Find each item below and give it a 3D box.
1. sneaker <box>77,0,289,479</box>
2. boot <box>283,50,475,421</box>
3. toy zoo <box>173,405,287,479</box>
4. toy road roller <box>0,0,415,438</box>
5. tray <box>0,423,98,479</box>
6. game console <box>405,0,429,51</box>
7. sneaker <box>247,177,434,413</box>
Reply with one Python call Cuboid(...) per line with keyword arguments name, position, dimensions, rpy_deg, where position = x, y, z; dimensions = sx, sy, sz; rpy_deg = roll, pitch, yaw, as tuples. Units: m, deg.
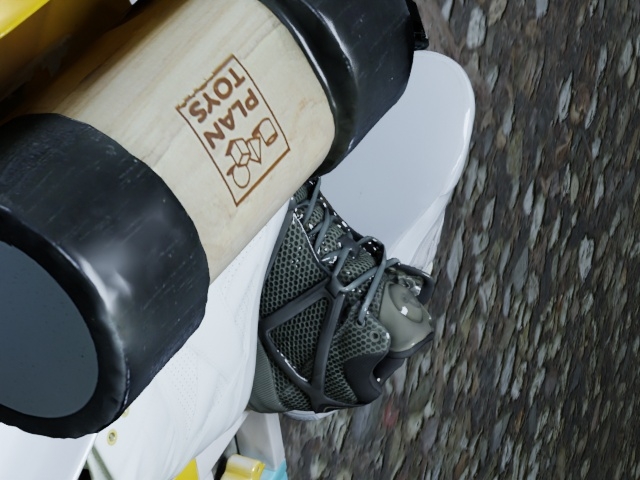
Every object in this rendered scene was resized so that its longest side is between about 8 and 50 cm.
Cuboid(name="sneaker", position=(-0.096, 0.022, 0.835), dimensions=(0.169, 0.108, 0.293), rpy_deg=(-48, 146, -51))
Cuboid(name="boot", position=(0.039, -0.004, 1.145), dimensions=(0.258, 0.095, 0.123), rpy_deg=(-64, 164, 8))
Cuboid(name="toy zoo", position=(-0.077, 0.209, 1.083), dimensions=(0.192, 0.030, 0.293), rpy_deg=(-54, 148, -40))
Cuboid(name="toy road roller", position=(-0.151, -0.087, 0.573), dimensions=(0.329, 0.240, 0.202), rpy_deg=(59, 43, -19))
Cuboid(name="tray", position=(-0.154, 0.037, 0.729), dimensions=(0.030, 0.145, 0.270), rpy_deg=(-22, -139, 64))
Cuboid(name="game console", position=(0.015, -0.134, 1.108), dimensions=(0.122, 0.071, 0.107), rpy_deg=(-14, 86, -65))
Cuboid(name="sneaker", position=(0.000, 0.000, 0.990), dimensions=(0.087, 0.130, 0.228), rpy_deg=(-44, 127, -55))
